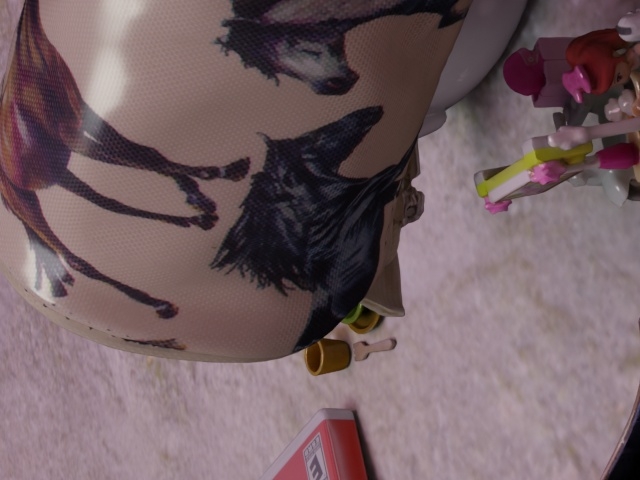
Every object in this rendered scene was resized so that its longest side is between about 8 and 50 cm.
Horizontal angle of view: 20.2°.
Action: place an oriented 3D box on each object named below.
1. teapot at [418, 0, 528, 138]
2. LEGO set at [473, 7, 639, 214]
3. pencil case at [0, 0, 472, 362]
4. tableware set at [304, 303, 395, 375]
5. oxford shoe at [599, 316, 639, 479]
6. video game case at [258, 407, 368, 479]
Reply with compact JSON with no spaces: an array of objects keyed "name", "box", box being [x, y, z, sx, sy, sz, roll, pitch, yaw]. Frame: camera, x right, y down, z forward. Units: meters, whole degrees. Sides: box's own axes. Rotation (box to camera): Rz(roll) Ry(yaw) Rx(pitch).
[{"name":"teapot","box":[-0.020,-0.168,0.899,0.256,0.187,0.253,46,130,50]},{"name":"LEGO set","box":[0.116,-0.090,0.650,0.287,0.107,0.132,102,153,-58]},{"name":"pencil case","box":[0.008,-0.137,0.630,0.160,0.183,0.410,-107,31,-41]},{"name":"tableware set","box":[0.000,0.000,1.033,0.104,0.024,0.154,-25,69,59]},{"name":"oxford shoe","box":[0.190,0.024,0.578,0.130,0.132,0.364,59,139,42]},{"name":"video game case","box":[-0.005,0.267,1.021,0.204,0.025,0.285,-53,41,48]}]
